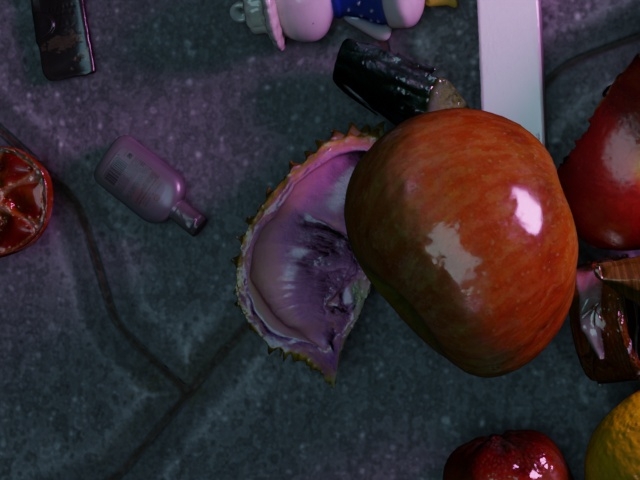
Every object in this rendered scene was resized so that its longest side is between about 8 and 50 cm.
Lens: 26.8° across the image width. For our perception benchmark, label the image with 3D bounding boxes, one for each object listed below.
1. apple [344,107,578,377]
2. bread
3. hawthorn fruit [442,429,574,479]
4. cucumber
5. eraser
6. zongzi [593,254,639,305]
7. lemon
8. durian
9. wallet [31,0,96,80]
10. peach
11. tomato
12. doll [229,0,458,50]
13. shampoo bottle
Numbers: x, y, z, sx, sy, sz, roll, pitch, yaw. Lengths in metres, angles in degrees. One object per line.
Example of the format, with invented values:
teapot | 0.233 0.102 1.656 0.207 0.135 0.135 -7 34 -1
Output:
apple | 0.179 -0.008 1.554 0.250 0.277 0.309 -39 104 -8
bread | 0.354 0.096 1.626 0.073 0.160 0.160 -13 88 28
hawthorn fruit | 0.244 0.329 1.656 0.157 0.157 0.194 -23 90 12
cucumber | 0.104 -0.180 1.690 0.193 0.115 0.085 34 84 18
eraser | 0.238 -0.261 1.684 0.078 0.076 0.298 -3 90 13
zongzi | 0.463 0.121 1.567 0.288 0.134 0.285 -11 90 -21
lemon | 0.410 0.263 1.605 0.180 0.180 0.193 39 137 9
durian | 0.000 -0.001 1.726 0.191 0.112 0.341 20 89 10
wallet | -0.356 -0.299 1.842 0.082 0.018 0.156 -7 90 13
peach | 0.366 -0.105 1.605 0.196 0.190 0.226 -3 101 57
tomato | -0.426 -0.054 1.835 0.156 0.069 0.155 0 91 16
doll | 0.028 -0.312 1.714 0.293 0.119 0.138 -8 129 8
shampoo bottle | -0.224 -0.067 1.806 0.165 0.040 0.080 37 97 9
